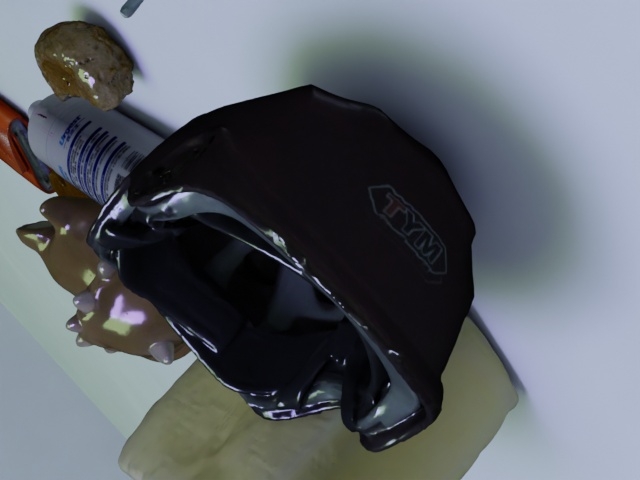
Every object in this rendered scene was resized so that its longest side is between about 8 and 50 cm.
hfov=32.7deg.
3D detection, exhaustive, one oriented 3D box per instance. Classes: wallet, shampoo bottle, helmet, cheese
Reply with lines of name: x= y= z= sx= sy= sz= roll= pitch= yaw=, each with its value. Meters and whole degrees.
wallet: x=-0.454 y=-0.155 z=1.528 sx=0.204 sy=0.045 sz=0.142 roll=34 pitch=154 yaw=35
shampoo bottle: x=-0.210 y=-0.082 z=1.101 sx=0.303 sy=0.092 sz=0.092 roll=30 pitch=152 yaw=42
helmet: x=0.000 y=0.000 z=0.703 sx=0.225 sy=0.177 sz=0.305 roll=51 pitch=153 yaw=-21
cheese: x=-0.011 y=0.150 z=0.884 sx=0.124 sy=0.242 sz=0.265 roll=48 pitch=161 yaw=-23

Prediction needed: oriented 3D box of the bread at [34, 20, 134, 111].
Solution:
bread: x=-0.221 y=-0.169 z=1.018 sx=0.113 sy=0.060 sz=0.082 roll=23 pitch=147 yaw=47

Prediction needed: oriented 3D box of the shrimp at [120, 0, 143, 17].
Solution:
shrimp: x=-0.109 y=-0.231 z=0.579 sx=0.410 sy=0.166 sz=0.221 roll=-11 pitch=84 yaw=52

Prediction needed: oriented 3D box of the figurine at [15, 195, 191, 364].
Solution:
figurine: x=-0.207 y=0.028 z=1.160 sx=0.247 sy=0.177 sz=0.173 roll=54 pitch=179 yaw=8

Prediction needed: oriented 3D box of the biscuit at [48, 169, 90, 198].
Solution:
biscuit: x=-0.283 y=-0.031 z=1.406 sx=0.180 sy=0.039 sz=0.236 roll=53 pitch=158 yaw=-3
